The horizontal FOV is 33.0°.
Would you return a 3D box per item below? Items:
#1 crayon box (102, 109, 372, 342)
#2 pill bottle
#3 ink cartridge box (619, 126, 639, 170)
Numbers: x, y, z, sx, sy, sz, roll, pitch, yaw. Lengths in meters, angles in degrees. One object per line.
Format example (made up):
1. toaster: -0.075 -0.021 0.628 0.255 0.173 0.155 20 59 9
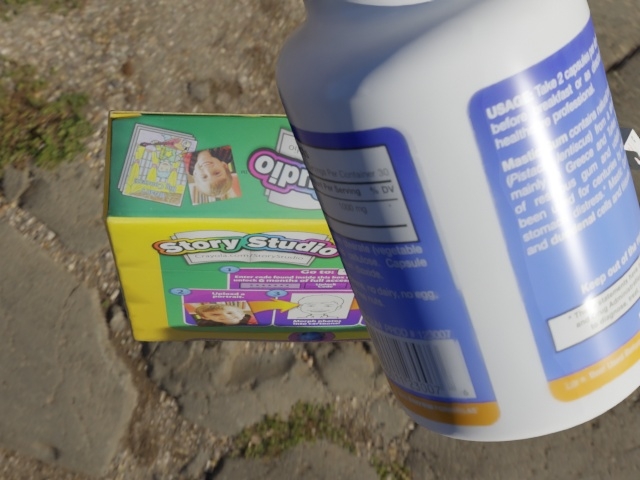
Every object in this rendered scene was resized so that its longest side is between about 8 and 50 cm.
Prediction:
1. crayon box: 0.000 0.000 0.984 0.362 0.313 0.106 0 67 -6
2. pill bottle: 0.068 -0.051 0.533 0.152 0.152 0.272 -17 112 9
3. ink cartridge box: 0.332 -0.105 1.211 0.048 0.083 0.028 38 76 -44
